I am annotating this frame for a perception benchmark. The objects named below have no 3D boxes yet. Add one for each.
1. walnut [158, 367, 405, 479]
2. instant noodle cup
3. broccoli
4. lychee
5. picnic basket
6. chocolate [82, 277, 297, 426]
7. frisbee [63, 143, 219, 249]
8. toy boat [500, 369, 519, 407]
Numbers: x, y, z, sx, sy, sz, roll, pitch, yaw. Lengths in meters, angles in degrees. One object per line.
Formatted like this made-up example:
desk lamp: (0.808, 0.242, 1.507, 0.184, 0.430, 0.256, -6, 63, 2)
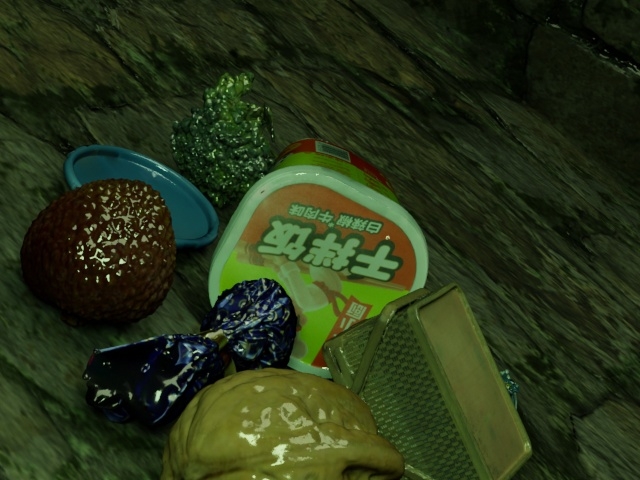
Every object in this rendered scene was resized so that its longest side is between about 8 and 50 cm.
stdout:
walnut: (-0.037, 0.247, 1.364, 0.257, 0.257, 0.225, 11, 63, -38)
instant noodle cup: (0.000, 0.000, 1.854, 0.293, 0.294, 0.308, 28, 17, -7)
broccoli: (-0.136, -0.167, 2.095, 0.275, 0.177, 0.199, -57, 133, -73)
lychee: (-0.262, 0.019, 1.585, 0.194, 0.194, 0.194, 26, 24, -12)
picnic basket: (0.135, 0.196, 1.626, 0.165, 0.139, 0.267, -24, 89, -62)
chocolate: (-0.143, 0.138, 1.551, 0.148, 0.126, 0.343, 42, 27, 14)
frisbee: (-0.258, -0.055, 1.891, 0.242, 0.045, 0.242, 25, 25, -12)
toy boat: (0.262, 0.230, 1.929, 0.060, 0.061, 0.137, 31, 23, 0)
